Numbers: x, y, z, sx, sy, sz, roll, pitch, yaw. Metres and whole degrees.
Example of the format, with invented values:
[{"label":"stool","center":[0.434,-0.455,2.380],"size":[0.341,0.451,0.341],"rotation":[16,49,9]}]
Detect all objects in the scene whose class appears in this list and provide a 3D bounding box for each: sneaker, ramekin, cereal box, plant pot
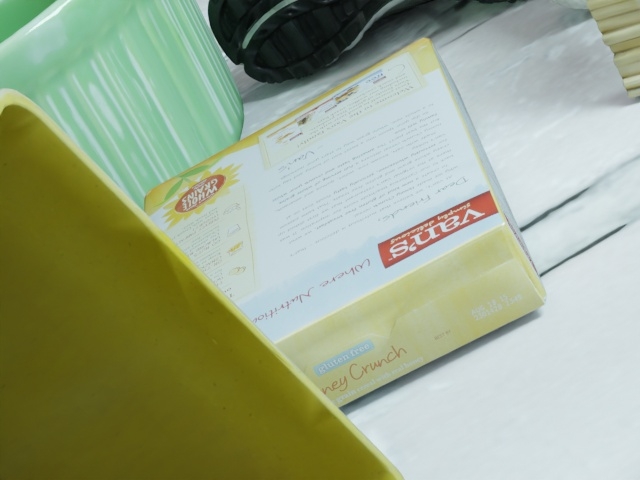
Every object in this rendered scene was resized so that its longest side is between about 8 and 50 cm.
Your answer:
[{"label":"sneaker","center":[0.060,-0.183,1.109],"size":[0.271,0.100,0.108],"rotation":[-17,22,30]},{"label":"ramekin","center":[-0.192,-0.066,1.109],"size":[0.303,0.148,0.303],"rotation":[-26,24,13]},{"label":"cereal box","center":[0.000,0.000,0.877],"size":[0.173,0.047,0.240],"rotation":[-28,24,8]},{"label":"plant pot","center":[-0.113,0.119,0.604],"size":[0.187,0.212,0.212],"rotation":[-35,21,24]}]

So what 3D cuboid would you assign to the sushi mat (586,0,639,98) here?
[{"label":"sushi mat","center":[0.244,-0.168,0.799],"size":[0.316,0.151,0.019],"rotation":[-13,11,34]}]

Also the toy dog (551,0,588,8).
[{"label":"toy dog","center":[0.193,-0.240,0.879],"size":[0.334,0.220,0.161],"rotation":[-21,10,21]}]
